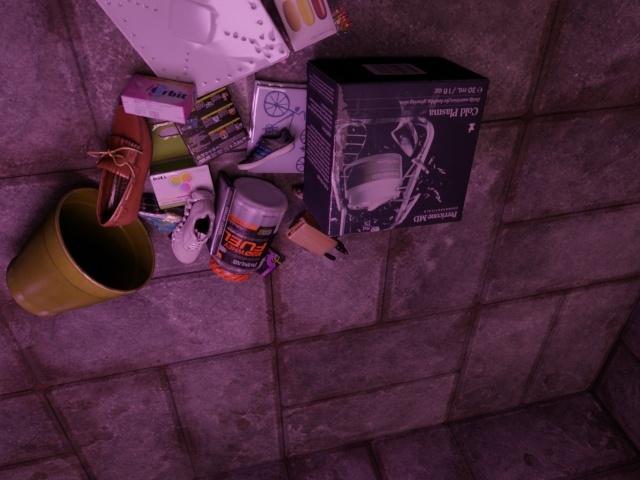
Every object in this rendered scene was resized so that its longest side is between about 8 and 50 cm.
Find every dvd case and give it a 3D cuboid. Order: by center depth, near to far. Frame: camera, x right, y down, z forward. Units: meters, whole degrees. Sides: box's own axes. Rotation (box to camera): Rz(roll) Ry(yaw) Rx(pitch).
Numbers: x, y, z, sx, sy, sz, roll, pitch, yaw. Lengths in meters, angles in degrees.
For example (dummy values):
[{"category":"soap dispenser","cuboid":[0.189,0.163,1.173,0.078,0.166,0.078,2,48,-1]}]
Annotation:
[{"category":"dvd case","cuboid":[-0.341,-0.094,1.763,0.030,0.179,0.238,11,111,-26]}]

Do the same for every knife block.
[{"category":"knife block","cuboid":[0.000,0.000,1.947,0.088,0.275,0.242,-40,98,15]}]

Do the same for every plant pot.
[{"category":"plant pot","cuboid":[-0.796,0.071,1.703,0.353,0.366,0.366,-28,131,21]}]

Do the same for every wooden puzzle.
[{"category":"wooden puzzle","cuboid":[0.064,-0.654,1.589,0.049,0.006,0.083,-32,130,8]}]

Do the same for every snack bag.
[{"category":"snack bag","cuboid":[-0.067,-0.365,1.760,0.343,0.037,0.323,-1,128,-16]}]

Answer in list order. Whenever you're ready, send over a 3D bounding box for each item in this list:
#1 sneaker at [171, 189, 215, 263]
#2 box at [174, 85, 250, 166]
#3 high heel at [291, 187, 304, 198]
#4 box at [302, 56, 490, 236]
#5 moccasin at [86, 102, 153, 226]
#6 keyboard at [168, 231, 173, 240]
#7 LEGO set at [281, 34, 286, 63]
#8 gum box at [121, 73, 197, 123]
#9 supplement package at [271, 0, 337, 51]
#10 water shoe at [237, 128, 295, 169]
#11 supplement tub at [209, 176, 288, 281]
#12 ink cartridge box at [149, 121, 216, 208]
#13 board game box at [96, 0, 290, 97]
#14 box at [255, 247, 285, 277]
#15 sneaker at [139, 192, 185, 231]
[{"category":"sneaker","cuboid":[-0.414,-0.022,1.746,0.110,0.118,0.292,-1,133,-33]},{"category":"box","cuboid":[-0.336,-0.350,1.625,0.191,0.045,0.184,-32,116,-13]},{"category":"high heel","cuboid":[0.040,-0.208,1.912,0.261,0.093,0.186,16,99,-13]},{"category":"box","cuboid":[0.210,-0.304,1.670,0.480,0.297,0.471,-7,123,-17]},{"category":"moccasin","cuboid":[-0.606,-0.223,1.593,0.139,0.147,0.380,27,110,16]},{"category":"keyboard","cuboid":[-0.462,-0.052,1.894,0.180,0.023,0.108,-37,129,12]},{"category":"LEGO set","cuboid":[-0.197,-0.588,1.504,0.227,0.087,0.093,14,117,-9]},{"category":"gum box","cuboid":[-0.462,-0.405,1.510,0.188,0.107,0.062,11,142,2]},{"category":"supplement package","cuboid":[-0.067,-0.673,1.448,0.139,0.134,0.244,-25,131,3]},{"category":"water shoe","cuboid":[-0.185,-0.298,1.722,0.203,0.073,0.080,-25,110,-2]},{"category":"supplement tub","cuboid":[-0.262,-0.033,1.851,0.207,0.207,0.338,10,123,-24]},{"category":"ink cartridge box","cuboid":[-0.455,-0.244,1.694,0.189,0.097,0.255,-12,131,-8]},{"category":"board game box","cuboid":[-0.335,-0.589,1.399,0.390,0.050,0.390,-15,134,24]},{"category":"box","cuboid":[-0.233,0.067,2.057,0.116,0.029,0.162,-41,127,16]},{"category":"sneaker","cuboid":[-0.540,-0.077,1.792,0.275,0.107,0.110,18,126,-23]}]
